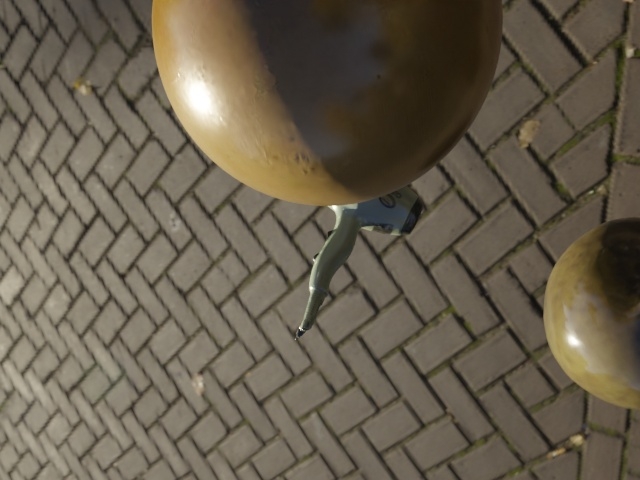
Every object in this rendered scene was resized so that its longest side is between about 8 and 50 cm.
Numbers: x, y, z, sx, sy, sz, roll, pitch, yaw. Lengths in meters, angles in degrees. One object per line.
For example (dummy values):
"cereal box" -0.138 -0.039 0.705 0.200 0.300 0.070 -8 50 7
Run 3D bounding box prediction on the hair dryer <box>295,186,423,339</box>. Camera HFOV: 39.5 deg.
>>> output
"hair dryer" -0.018 -0.031 1.217 0.229 0.267 0.092 41 155 15

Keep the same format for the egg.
"egg" 0.006 -0.200 0.790 0.301 0.301 0.373 -53 26 36

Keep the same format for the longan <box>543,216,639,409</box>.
"longan" 0.500 0.118 1.398 0.319 0.319 0.318 12 111 36
